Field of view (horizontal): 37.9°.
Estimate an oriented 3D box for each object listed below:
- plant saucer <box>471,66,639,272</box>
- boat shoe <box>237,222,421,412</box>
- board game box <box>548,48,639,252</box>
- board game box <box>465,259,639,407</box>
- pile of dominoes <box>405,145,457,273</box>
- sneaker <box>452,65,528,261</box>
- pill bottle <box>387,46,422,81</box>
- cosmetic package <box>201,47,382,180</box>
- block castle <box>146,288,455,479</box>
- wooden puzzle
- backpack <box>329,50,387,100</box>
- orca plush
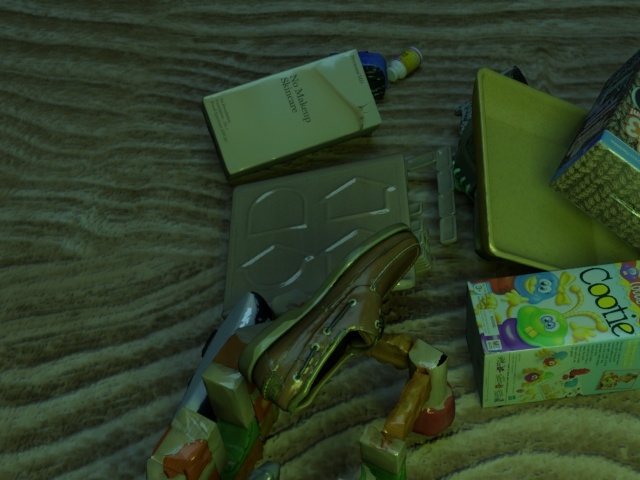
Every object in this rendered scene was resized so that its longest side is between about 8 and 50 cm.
[{"bbox_3d":[0.370,-0.080,1.524,0.333,0.081,0.333,15,61,-27],"label":"plant saucer"},{"bbox_3d":[0.038,0.106,1.232,0.307,0.111,0.104,-43,61,-16],"label":"boat shoe"},{"bbox_3d":[0.542,-0.144,1.486,0.232,0.141,0.291,36,57,-1],"label":"board game box"},{"bbox_3d":[0.367,0.139,1.402,0.275,0.144,0.142,-7,48,1],"label":"board game box"},{"bbox_3d":[0.153,-0.044,1.664,0.196,0.040,0.251,-17,43,22],"label":"pile of dominoes"},{"bbox_3d":[0.298,-0.122,1.689,0.182,0.158,0.410,-19,42,38],"label":"sneaker"},{"bbox_3d":[0.174,-0.368,1.959,0.043,0.043,0.083,31,59,31],"label":"pill bottle"},{"bbox_3d":[-0.058,-0.239,1.785,0.309,0.113,0.160,-21,90,-9],"label":"cosmetic package"},{"bbox_3d":[-0.030,0.313,1.260,0.303,0.213,0.453,19,53,20],"label":"block castle"},{"bbox_3d":[0.000,0.000,1.609,0.322,0.080,0.348,-10,42,11],"label":"wooden puzzle"},{"bbox_3d":[0.079,-0.343,1.915,0.120,0.098,0.101,1,45,10],"label":"backpack"},{"bbox_3d":[-0.136,0.226,1.427,0.102,0.151,0.287,33,64,-19],"label":"orca plush"}]
